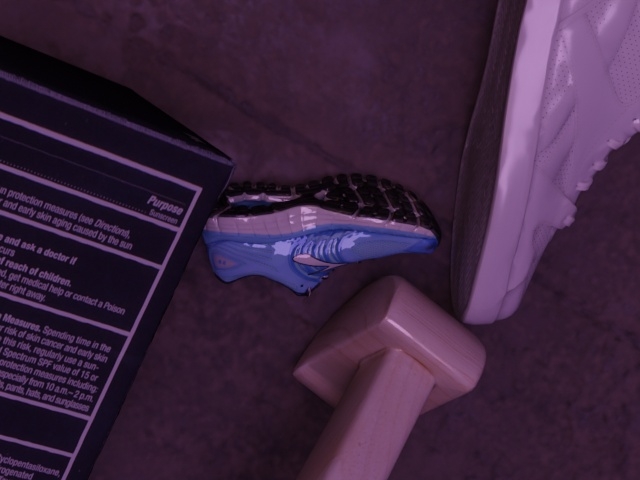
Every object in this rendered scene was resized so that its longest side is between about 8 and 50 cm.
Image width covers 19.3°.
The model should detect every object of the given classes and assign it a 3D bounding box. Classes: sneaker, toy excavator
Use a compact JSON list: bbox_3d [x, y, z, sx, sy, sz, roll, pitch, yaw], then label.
[{"bbox_3d":[0.000,0.000,1.264,0.162,0.063,0.073,0,119,-3],"label":"sneaker"},{"bbox_3d":[-0.080,0.273,1.198,0.222,0.433,0.445,40,122,-12],"label":"toy excavator"},{"bbox_3d":[0.188,-0.071,1.237,0.169,0.108,0.292,9,108,-13],"label":"sneaker"}]

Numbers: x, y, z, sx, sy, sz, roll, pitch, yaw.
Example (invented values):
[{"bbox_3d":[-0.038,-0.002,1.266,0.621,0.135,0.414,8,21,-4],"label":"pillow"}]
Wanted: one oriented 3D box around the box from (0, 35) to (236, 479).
[{"bbox_3d":[-0.258,0.012,1.123,0.296,0.183,0.294,21,99,-34],"label":"box"}]
